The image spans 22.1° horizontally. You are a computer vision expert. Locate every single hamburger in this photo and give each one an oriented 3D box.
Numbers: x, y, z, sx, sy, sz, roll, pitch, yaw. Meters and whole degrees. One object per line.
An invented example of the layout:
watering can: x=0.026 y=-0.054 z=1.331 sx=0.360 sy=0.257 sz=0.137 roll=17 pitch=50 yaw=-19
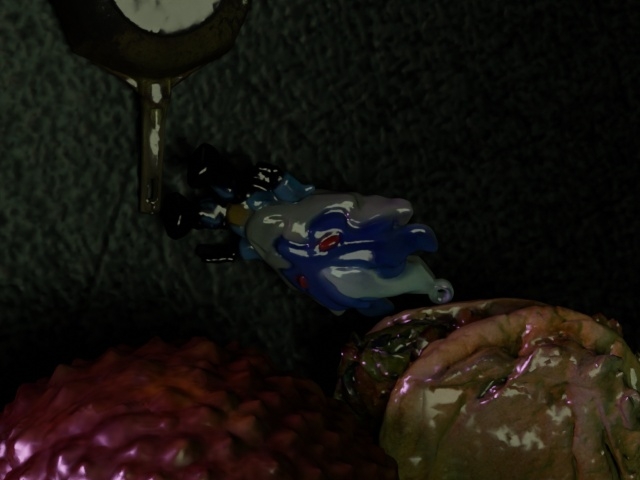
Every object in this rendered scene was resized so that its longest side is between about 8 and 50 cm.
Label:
hamburger: x=0.107 y=0.124 z=1.068 sx=0.206 sy=0.130 sz=0.183 roll=-6 pitch=109 yaw=-3

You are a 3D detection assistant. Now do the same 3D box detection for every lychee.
lychee: x=-0.079 y=0.193 z=0.923 sx=0.304 sy=0.275 sz=0.276 roll=-19 pitch=107 yaw=-33

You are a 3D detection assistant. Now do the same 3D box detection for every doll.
doll: x=0.000 y=0.000 z=1.027 sx=0.195 sy=0.070 sz=0.096 roll=21 pitch=122 yaw=-20

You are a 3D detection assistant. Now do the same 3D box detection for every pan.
pan: x=-0.082 y=-0.126 z=0.979 sx=0.128 sy=0.048 sz=0.202 roll=-26 pitch=108 yaw=-13
